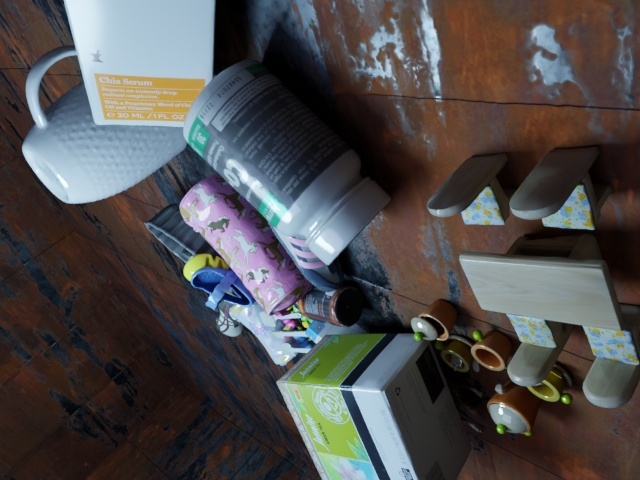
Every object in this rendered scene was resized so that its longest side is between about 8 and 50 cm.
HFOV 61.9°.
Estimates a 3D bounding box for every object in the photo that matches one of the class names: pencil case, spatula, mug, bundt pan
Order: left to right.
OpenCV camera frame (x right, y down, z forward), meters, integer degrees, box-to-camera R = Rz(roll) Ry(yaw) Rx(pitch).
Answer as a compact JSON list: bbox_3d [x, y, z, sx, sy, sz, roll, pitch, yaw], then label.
[{"bbox_3d":[-0.561,-0.289,1.315,0.276,0.328,0.374,23,144,35],"label":"mug"},{"bbox_3d":[-0.357,0.009,1.604,0.331,0.124,0.331,33,163,12],"label":"bundt pan"},{"bbox_3d":[-0.181,0.012,1.342,0.386,0.160,0.167,46,155,13],"label":"pencil case"},{"bbox_3d":[-0.178,0.286,1.780,0.273,0.124,0.113,48,151,-6],"label":"pencil case"},{"bbox_3d":[-0.097,0.282,1.623,0.242,0.019,0.168,-17,101,57],"label":"spatula"}]

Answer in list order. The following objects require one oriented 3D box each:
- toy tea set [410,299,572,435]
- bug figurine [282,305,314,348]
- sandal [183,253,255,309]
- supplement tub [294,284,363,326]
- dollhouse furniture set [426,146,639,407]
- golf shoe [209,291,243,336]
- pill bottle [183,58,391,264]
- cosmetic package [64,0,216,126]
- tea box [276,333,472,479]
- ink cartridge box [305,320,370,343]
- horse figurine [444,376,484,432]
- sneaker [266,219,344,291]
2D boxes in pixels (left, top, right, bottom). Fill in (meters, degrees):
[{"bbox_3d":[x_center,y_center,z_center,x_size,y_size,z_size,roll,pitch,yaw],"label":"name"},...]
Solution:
[{"bbox_3d":[0.326,0.271,1.100,0.336,0.124,0.200,32,149,23],"label":"toy tea set"},{"bbox_3d":[-0.037,0.271,1.629,0.216,0.072,0.279,52,151,-12],"label":"bug figurine"},{"bbox_3d":[-0.203,0.124,1.436,0.126,0.317,0.138,-61,39,39],"label":"sandal"},{"bbox_3d":[0.011,0.160,1.388,0.198,0.106,0.106,3,131,50],"label":"supplement tub"},{"bbox_3d":[0.351,0.095,0.702,0.394,0.256,0.362,3,131,51],"label":"dollhouse furniture set"},{"bbox_3d":[-0.329,0.287,2.003,0.120,0.105,0.273,20,144,26],"label":"golf shoe"},{"bbox_3d":[-0.057,-0.139,0.984,0.361,0.204,0.204,44,151,3],"label":"pill bottle"},{"bbox_3d":[-0.292,-0.395,0.896,0.453,0.230,0.161,111,154,-60],"label":"cosmetic package"},{"bbox_3d":[0.127,0.414,1.266,0.323,0.220,0.329,-11,108,43],"label":"tea box"},{"bbox_3d":[0.060,0.270,1.467,0.180,0.104,0.060,39,151,11],"label":"ink cartridge box"},{"bbox_3d":[0.322,0.410,1.351,0.174,0.066,0.263,17,142,33],"label":"horse figurine"},{"bbox_3d":[0.000,0.000,1.206,0.131,0.112,0.319,-16,132,25],"label":"sneaker"}]
